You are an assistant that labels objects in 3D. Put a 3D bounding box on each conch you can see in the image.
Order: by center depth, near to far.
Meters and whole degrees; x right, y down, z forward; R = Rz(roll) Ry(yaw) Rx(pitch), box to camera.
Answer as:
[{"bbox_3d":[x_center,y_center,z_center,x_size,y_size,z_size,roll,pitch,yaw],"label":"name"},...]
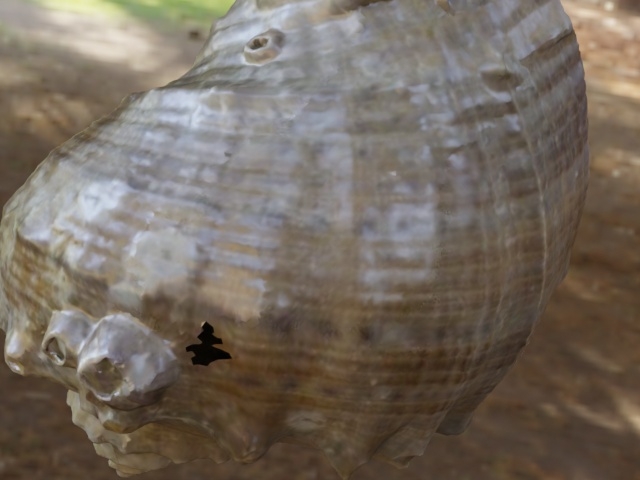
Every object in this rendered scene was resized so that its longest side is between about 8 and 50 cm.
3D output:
[{"bbox_3d":[0.001,0.014,0.814,0.297,0.352,0.210,17,45,-26],"label":"conch"}]
